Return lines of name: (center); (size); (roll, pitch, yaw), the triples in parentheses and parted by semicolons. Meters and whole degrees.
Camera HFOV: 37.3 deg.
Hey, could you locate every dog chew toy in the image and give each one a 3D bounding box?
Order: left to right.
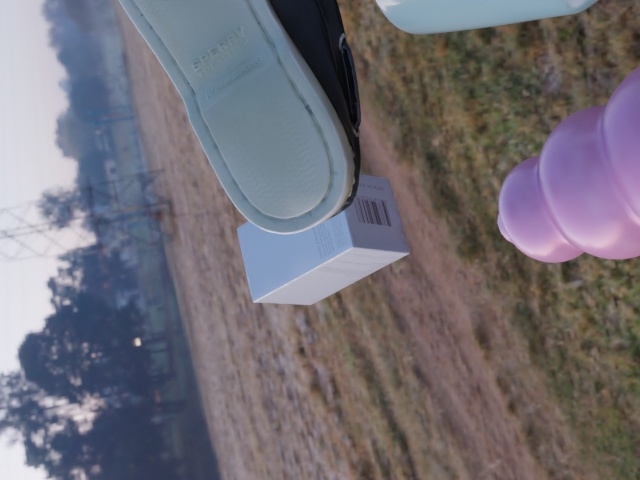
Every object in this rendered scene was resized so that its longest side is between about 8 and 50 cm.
dog chew toy: (0.341, -0.073, 1.058); (0.332, 0.207, 0.206); (-27, 70, 42)

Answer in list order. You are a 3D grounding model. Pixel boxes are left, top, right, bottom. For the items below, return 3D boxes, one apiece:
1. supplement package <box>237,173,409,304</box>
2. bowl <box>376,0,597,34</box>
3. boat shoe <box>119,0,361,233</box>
supplement package: (0.000, 0.000, 1.155); (0.179, 0.105, 0.105); (-30, 66, 38)
bowl: (0.177, -0.303, 0.755); (0.163, 0.311, 0.311); (20, 132, 27)
boat shoe: (-0.053, -0.172, 0.655); (0.340, 0.127, 0.113); (63, -157, 3)
